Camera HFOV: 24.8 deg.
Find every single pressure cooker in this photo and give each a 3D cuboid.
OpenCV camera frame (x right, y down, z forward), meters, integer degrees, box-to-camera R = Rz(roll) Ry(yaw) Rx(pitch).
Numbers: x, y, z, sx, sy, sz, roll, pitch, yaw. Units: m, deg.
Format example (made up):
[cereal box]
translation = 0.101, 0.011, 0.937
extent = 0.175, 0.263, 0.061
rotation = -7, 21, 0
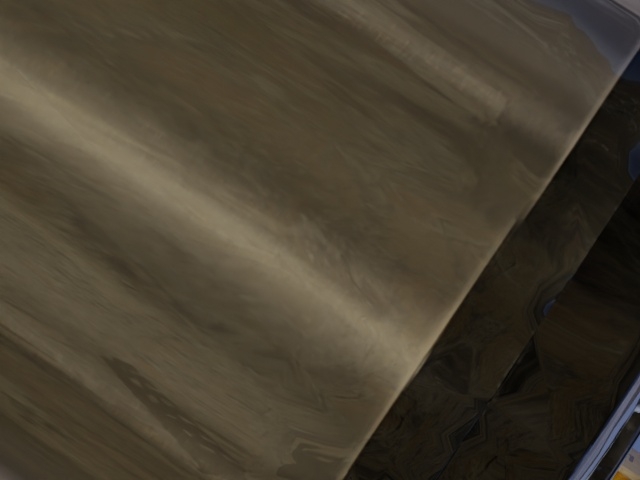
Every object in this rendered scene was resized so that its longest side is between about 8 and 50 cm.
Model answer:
[pressure cooker]
translation = 0.000, -0.001, 0.614
extent = 0.420, 0.375, 0.370
rotation = 33, -74, 7

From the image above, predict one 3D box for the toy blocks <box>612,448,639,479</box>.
[toy blocks]
translation = 0.224, 0.231, 1.149
extent = 0.054, 0.123, 0.148
rotation = 48, -66, 42
